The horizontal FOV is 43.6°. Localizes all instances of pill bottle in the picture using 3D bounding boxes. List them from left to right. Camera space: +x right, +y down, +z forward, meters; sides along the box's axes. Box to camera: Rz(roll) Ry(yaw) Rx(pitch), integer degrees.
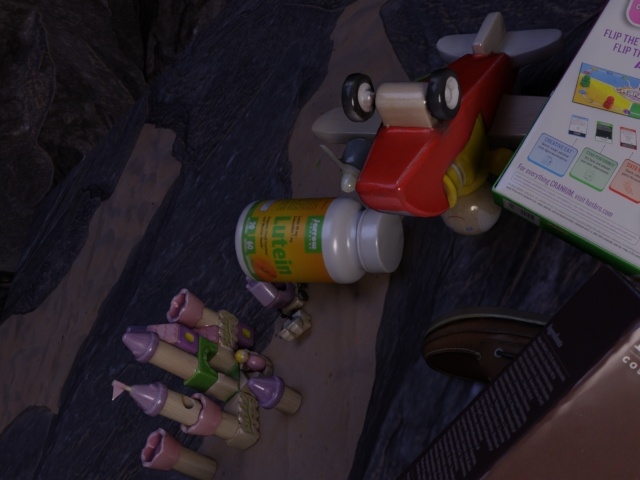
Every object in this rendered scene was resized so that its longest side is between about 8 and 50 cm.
[{"bbox_3d":[0.000,0.000,1.268,0.245,0.136,0.136,-1,59,29],"label":"pill bottle"}]

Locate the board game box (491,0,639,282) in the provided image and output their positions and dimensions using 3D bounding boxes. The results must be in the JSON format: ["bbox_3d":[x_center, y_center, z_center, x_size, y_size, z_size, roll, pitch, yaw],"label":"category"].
[{"bbox_3d":[0.367,-0.123,0.841,0.242,0.064,0.317,32,88,18],"label":"board game box"}]

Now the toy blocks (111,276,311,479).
[{"bbox_3d":[-0.209,0.186,1.324,0.309,0.260,0.289,-41,34,26],"label":"toy blocks"}]

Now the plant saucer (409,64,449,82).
[{"bbox_3d":[0.179,-0.195,1.331,0.188,0.045,0.189,-16,50,49],"label":"plant saucer"}]

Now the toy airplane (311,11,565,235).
[{"bbox_3d":[0.198,-0.144,1.094,0.384,0.273,0.386,-16,24,-6],"label":"toy airplane"}]

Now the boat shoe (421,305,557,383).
[{"bbox_3d":[0.225,0.141,0.891,0.307,0.110,0.105,-13,51,50],"label":"boat shoe"}]

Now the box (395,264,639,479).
[{"bbox_3d":[0.210,0.232,0.723,0.381,0.191,0.143,-50,7,12],"label":"box"}]
